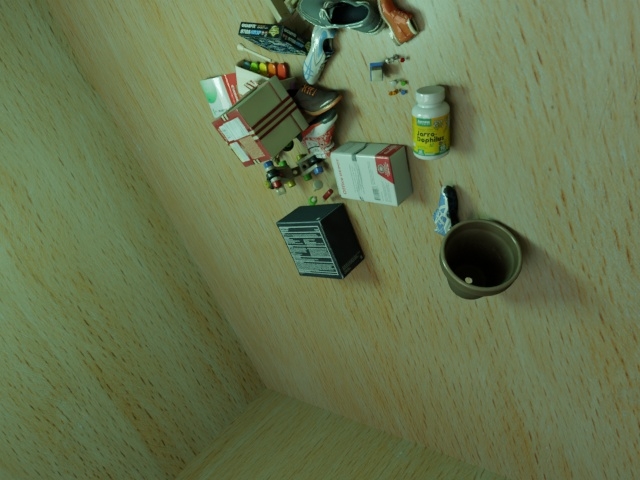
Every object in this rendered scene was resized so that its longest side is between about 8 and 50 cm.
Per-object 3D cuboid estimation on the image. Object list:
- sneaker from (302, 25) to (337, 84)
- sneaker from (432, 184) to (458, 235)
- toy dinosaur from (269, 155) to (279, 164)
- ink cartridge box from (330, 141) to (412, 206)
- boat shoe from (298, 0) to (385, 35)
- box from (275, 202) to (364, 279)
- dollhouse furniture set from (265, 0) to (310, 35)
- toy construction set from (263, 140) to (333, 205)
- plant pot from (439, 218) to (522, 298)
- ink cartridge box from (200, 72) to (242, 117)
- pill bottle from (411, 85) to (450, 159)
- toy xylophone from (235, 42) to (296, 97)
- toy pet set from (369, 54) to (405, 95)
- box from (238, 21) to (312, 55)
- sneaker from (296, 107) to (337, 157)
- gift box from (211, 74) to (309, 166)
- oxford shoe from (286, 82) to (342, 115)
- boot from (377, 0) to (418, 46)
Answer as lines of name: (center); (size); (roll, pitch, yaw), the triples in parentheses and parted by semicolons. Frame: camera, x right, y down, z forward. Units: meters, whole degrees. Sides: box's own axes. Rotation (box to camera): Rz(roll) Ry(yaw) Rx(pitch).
sneaker: (-0.003, -0.644, 1.665); (0.086, 0.085, 0.237); (37, 146, 12)
sneaker: (0.434, -0.098, 1.662); (0.081, 0.080, 0.211); (15, 130, 36)
toy dinosaur: (-0.207, -0.387, 2.109); (0.053, 0.093, 0.183); (36, 153, 5)
ink cartridge box: (0.189, -0.253, 1.767); (0.272, 0.114, 0.197); (13, 131, 40)
boat shoe: (0.051, -0.726, 1.485); (0.319, 0.099, 0.116); (27, 109, 25)
box: (0.000, 0.000, 2.144); (0.296, 0.182, 0.294); (1, 122, 46)
dollhouse furniture set: (-0.132, -0.780, 1.627); (0.144, 0.151, 0.123); (58, 145, -5)
toy construction set: (-0.100, -0.263, 2.033); (0.309, 0.257, 0.237); (43, 162, -2)
plant pot: (0.525, 0.092, 1.617); (0.263, 0.263, 0.229); (36, 161, 20)
ink cartridge box: (-0.441, -0.661, 2.167); (0.224, 0.056, 0.181); (11, 129, 45)
pill bottle: (0.347, -0.370, 1.484); (0.117, 0.117, 0.209); (20, 134, 37)
toy xylophone: (-0.234, -0.658, 1.908); (0.322, 0.081, 0.236); (35, 142, 22)
toy pet set: (0.219, -0.543, 1.545); (0.114, 0.065, 0.122); (-2, 130, 8)
box: (-0.159, -0.721, 1.693); (0.220, 0.175, 0.051); (22, 102, 35)
sneaker: (0.024, -0.405, 1.817); (0.145, 0.090, 0.270); (43, 154, -17)
gift box: (-0.237, -0.462, 1.810); (0.276, 0.258, 0.255); (5, 136, 51)
oxford shoe: (-0.036, -0.534, 1.768); (0.271, 0.097, 0.098); (7, 143, 45)
boot: (0.232, -0.670, 1.405); (0.084, 0.059, 0.158); (-11, 121, 48)
